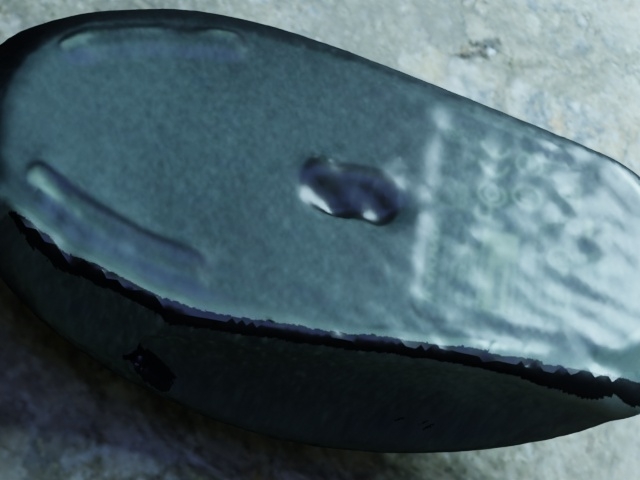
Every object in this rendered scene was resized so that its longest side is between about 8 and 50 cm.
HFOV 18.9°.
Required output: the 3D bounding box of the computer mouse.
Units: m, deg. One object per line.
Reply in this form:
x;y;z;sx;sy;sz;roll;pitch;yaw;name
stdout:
-0.001;0.003;0.950;0.374;0.114;0.203;17;59;-9;computer mouse
